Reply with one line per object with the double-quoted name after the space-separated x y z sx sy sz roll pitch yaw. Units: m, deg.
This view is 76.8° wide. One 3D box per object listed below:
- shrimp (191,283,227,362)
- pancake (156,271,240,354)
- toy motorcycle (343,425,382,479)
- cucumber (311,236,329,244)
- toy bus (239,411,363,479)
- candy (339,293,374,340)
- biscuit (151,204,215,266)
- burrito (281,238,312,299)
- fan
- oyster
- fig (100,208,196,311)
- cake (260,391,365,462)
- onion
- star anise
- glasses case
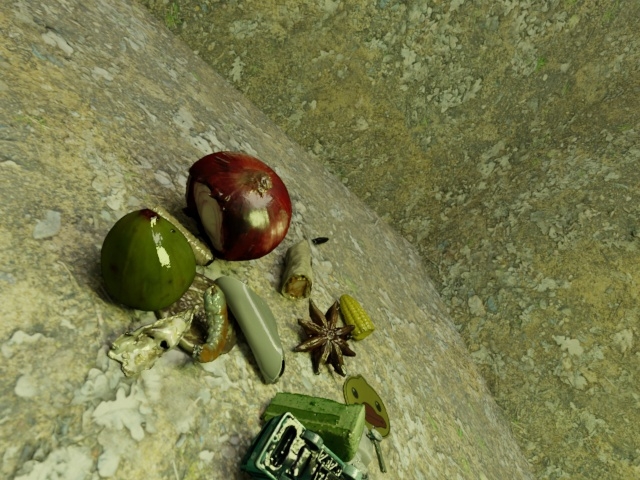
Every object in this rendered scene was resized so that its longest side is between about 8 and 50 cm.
-0.252 0.189 0.900 0.166 0.049 0.161 -48 133 -77 "shrimp"
-0.297 0.181 1.005 0.250 0.031 0.250 42 24 -23 "pancake"
0.060 0.505 1.025 0.170 0.110 0.260 38 5 6 "toy motorcycle"
0.001 -0.001 1.956 0.033 0.034 0.134 58 21 10 "cucumber"
-0.036 0.484 0.833 0.256 0.147 0.128 45 49 -9 "toy bus"
0.134 0.296 1.607 0.199 0.094 0.106 61 -4 35 "candy"
-0.388 -0.009 1.128 0.219 0.061 0.055 46 61 -11 "biscuit"
-0.080 0.109 1.453 0.104 0.144 0.299 11 23 -6 "burrito"
0.159 0.567 1.290 0.229 0.011 0.335 38 21 -29 "fan"
-0.337 0.207 0.838 0.199 0.061 0.106 -6 74 -51 "oyster"
-0.363 0.033 0.871 0.202 0.225 0.203 17 37 -13 "fig"
-0.016 0.400 0.926 0.235 0.099 0.100 19 33 14 "cake"
-0.239 -0.097 1.225 0.341 0.341 0.341 41 21 -20 "onion"
0.007 0.317 1.314 0.271 0.102 0.272 19 56 -31 "star anise"
-0.167 0.221 1.082 0.308 0.083 0.128 61 10 5 "glasses case"
